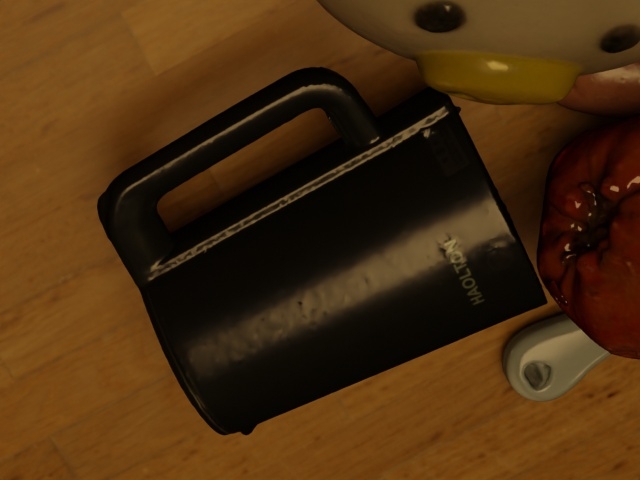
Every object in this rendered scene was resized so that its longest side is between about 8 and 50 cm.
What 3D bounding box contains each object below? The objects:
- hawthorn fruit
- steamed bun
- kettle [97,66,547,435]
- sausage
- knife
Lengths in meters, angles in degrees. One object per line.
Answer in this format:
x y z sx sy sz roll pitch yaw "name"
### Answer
0.309 -0.011 1.625 0.211 0.299 0.211 4 96 36 "hawthorn fruit"
0.149 -0.279 1.486 0.374 0.334 0.333 4 107 -11 "steamed bun"
0.005 0.013 1.612 0.308 0.203 0.262 -26 149 6 "kettle"
0.343 -0.136 1.671 0.289 0.086 0.086 8 107 -6 "sausage"
0.321 0.056 1.759 0.331 0.044 0.080 -27 106 0 "knife"
